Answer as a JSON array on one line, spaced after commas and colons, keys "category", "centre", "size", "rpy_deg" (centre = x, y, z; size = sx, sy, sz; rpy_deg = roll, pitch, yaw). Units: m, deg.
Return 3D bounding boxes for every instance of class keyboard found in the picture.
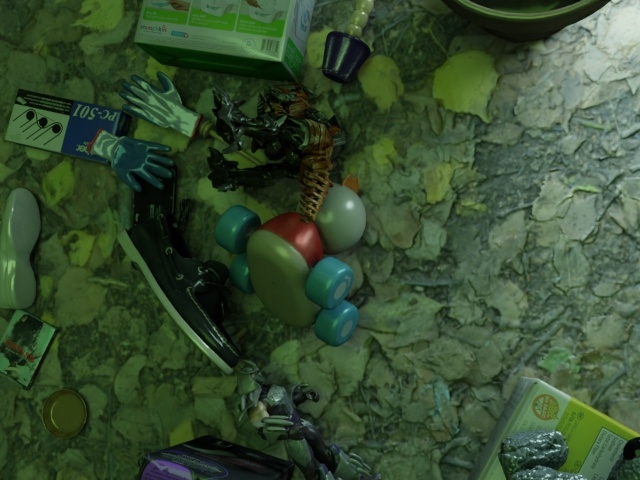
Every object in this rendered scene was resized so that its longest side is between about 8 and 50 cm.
[{"category": "keyboard", "centre": [-0.270, -0.039, 1.437], "size": [0.108, 0.023, 0.180], "rpy_deg": [-1, 84, 18]}]

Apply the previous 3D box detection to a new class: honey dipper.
[{"category": "honey dipper", "centre": [-0.153, -0.164, 1.423], "size": [0.160, 0.030, 0.030], "rpy_deg": [33, 91, 12]}]

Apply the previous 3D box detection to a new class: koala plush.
[{"category": "koala plush", "centre": [0.322, 0.281, 0.857], "size": [0.221, 0.196, 0.203], "rpy_deg": [-22, 90, 7]}]

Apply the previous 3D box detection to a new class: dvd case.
[{"category": "dvd case", "centre": [-0.520, 0.189, 1.466], "size": [0.087, 0.013, 0.119], "rpy_deg": [27, 90, 13]}]

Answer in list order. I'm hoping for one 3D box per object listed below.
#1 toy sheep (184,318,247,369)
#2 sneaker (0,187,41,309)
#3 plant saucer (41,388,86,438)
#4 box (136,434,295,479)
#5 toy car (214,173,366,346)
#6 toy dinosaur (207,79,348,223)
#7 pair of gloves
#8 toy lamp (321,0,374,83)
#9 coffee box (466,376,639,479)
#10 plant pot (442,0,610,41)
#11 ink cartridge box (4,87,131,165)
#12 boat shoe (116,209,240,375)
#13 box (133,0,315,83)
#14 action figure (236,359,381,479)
[{"category": "toy sheep", "centre": [-0.169, 0.163, 1.361], "size": [0.132, 0.091, 0.091], "rpy_deg": [35, 91, 19]}, {"category": "sneaker", "centre": [-0.551, 0.014, 1.466], "size": [0.094, 0.080, 0.212], "rpy_deg": [0, 85, 23]}, {"category": "plant saucer", "centre": [-0.436, 0.296, 1.435], "size": [0.083, 0.015, 0.083], "rpy_deg": [-1, 82, 11]}, {"category": "box", "centre": [-0.159, 0.390, 1.235], "size": [0.165, 0.270, 0.143], "rpy_deg": [15, 87, 13]}, {"category": "toy car", "centre": [0.000, 0.000, 1.320], "size": [0.219, 0.210, 0.238], "rpy_deg": [29, 62, 27]}, {"category": "toy dinosaur", "centre": [-0.055, -0.152, 1.279], "size": [0.218, 0.322, 0.164], "rpy_deg": [-1, 112, -15]}, {"category": "pair of gloves", "centre": [-0.294, -0.187, 1.418], "size": [0.159, 0.023, 0.198], "rpy_deg": [28, 90, 7]}, {"category": "toy lamp", "centre": [0.076, -0.391, 1.380], "size": [0.080, 0.080, 0.275], "rpy_deg": [24, 87, 13]}, {"category": "coffee box", "centre": [0.344, 0.405, 1.096], "size": [0.334, 0.337, 0.338], "rpy_deg": [28, 88, 13]}, {"category": "plant pot", "centre": [0.302, -0.426, 1.231], "size": [0.323, 0.280, 0.323], "rpy_deg": [-1, 83, 11]}, {"category": "ink cartridge box", "centre": [-0.445, -0.199, 1.479], "size": [0.207, 0.046, 0.097], "rpy_deg": [13, 87, 13]}, {"category": "boat shoe", "centre": [-0.198, 0.066, 1.306], "size": [0.113, 0.127, 0.340], "rpy_deg": [-38, 46, -7]}, {"category": "box", "centre": [-0.150, -0.405, 1.401], "size": [0.262, 0.127, 0.231], "rpy_deg": [10, 85, 13]}, {"category": "action figure", "centre": [-0.034, 0.292, 1.279], "size": [0.099, 0.185, 0.285], "rpy_deg": [-36, 94, 21]}]
